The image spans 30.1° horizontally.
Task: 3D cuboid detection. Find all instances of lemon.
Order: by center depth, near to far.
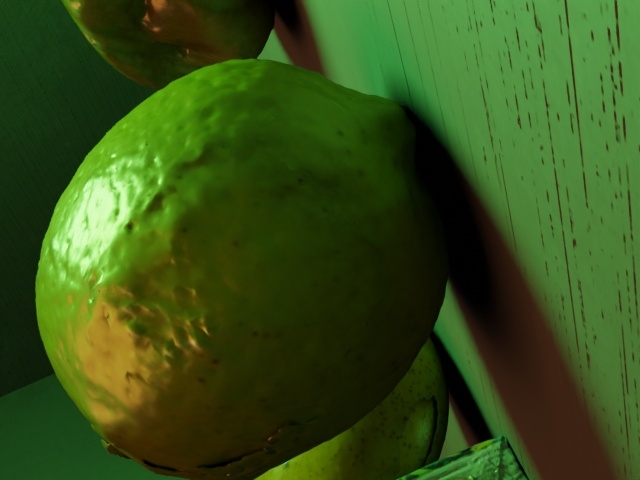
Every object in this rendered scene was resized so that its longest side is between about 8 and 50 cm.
[{"bbox_3d":[-0.056,0.024,0.770,0.253,0.310,0.253,35,-159,-15],"label":"lemon"}]

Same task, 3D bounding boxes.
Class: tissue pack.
[{"bbox_3d":[0.110,0.224,0.945,0.148,0.108,0.060,73,171,-54],"label":"tissue pack"}]

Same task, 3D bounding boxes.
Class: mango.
[{"bbox_3d":[0.013,0.181,1.038,0.160,0.290,0.191,35,160,-28],"label":"mango"}]

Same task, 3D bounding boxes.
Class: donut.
[{"bbox_3d":[-0.167,-0.304,1.091,0.360,0.170,0.360,-24,-90,-82],"label":"donut"}]
